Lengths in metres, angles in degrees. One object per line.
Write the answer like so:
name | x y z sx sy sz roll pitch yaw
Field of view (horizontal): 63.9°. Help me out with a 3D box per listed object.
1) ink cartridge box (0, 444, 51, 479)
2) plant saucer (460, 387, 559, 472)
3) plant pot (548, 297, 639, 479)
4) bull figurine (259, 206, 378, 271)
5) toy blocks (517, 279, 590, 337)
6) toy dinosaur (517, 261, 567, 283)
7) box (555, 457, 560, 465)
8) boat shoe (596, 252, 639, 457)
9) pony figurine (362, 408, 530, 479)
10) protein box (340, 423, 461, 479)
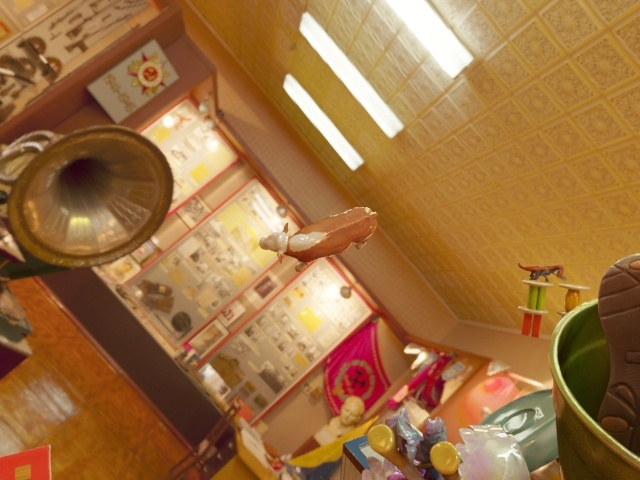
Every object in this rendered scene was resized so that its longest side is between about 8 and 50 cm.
ink cartridge box | -0.631 0.536 0.913 0.066 0.296 0.261 83 -7 -73
plant saucer | 0.429 0.403 1.098 0.043 0.317 0.317 58 -10 7
plant pot | 0.471 0.311 0.655 0.366 0.366 0.353 35 -43 52
bull figurine | 0.000 0.000 1.312 0.188 0.310 0.101 107 -34 -74
toy blocks | 0.418 0.151 0.929 0.123 0.148 0.054 5 2 -3
toy dinosaur | 0.451 0.064 1.037 0.090 0.047 0.082 43 -37 12
box | 0.703 0.611 1.410 0.116 0.029 0.162 55 -15 5
boat shoe | 0.414 0.181 0.616 0.116 0.324 0.123 9 -6 -39
pony figurine | 0.197 0.425 0.800 0.363 0.303 0.351 59 9 -35
protein box | 0.184 0.562 1.208 0.201 0.200 0.136 31 -57 55
